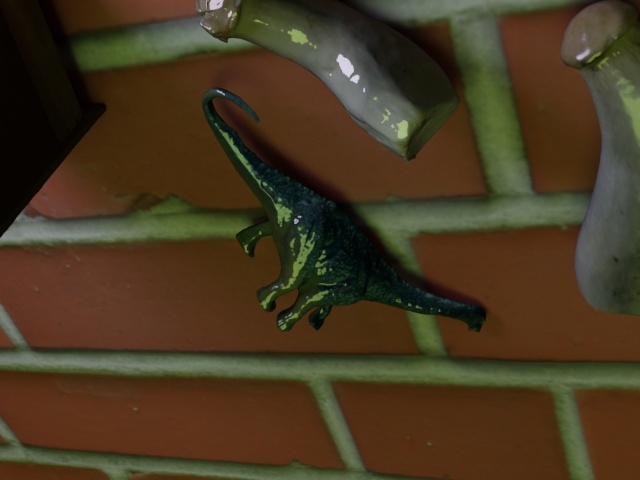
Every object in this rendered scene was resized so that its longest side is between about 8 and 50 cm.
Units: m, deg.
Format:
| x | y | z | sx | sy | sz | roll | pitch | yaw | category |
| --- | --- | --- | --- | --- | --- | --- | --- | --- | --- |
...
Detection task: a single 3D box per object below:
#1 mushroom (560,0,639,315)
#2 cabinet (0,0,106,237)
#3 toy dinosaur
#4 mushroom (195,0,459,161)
| x | y | z | sx | sy | sz | roll | pitch | yaw | category |
| --- | --- | --- | --- | --- | --- | --- | --- | --- | --- |
| 0.250 | -0.053 | 0.720 | 0.118 | 0.103 | 0.270 | 11 | 129 | 32 | mushroom |
| -0.322 | -0.126 | 0.810 | 0.148 | 0.215 | 0.174 | 5 | 133 | 21 | cabinet |
| -0.005 | 0.009 | 0.903 | 0.147 | 0.076 | 0.363 | -40 | 110 | 22 | toy dinosaur |
| 0.004 | -0.151 | 0.738 | 0.223 | 0.092 | 0.081 | 36 | 152 | -1 | mushroom |
